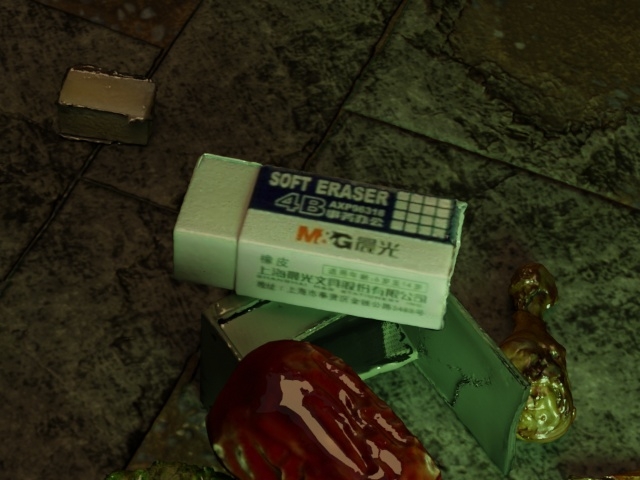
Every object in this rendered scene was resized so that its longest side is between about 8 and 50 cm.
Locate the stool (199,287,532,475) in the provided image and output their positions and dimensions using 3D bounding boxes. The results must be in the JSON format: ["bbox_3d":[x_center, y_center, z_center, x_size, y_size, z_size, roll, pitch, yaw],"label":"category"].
[{"bbox_3d":[0.039,0.158,1.904,0.243,0.170,0.270,-26,57,-23],"label":"stool"}]

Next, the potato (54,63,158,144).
[{"bbox_3d":[-0.261,-0.163,2.220,0.122,0.061,0.086,9,49,1],"label":"potato"}]

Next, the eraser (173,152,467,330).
[{"bbox_3d":[0.000,0.000,1.865,0.287,0.086,0.130,11,49,5],"label":"eraser"}]

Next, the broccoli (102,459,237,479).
[{"bbox_3d":[-0.140,0.359,1.658,0.321,0.283,0.304,37,88,34],"label":"broccoli"}]

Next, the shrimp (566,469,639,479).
[{"bbox_3d":[0.351,0.272,1.920,0.184,0.043,0.091,5,42,-9],"label":"shrimp"}]

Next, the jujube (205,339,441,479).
[{"bbox_3d":[0.003,0.194,1.677,0.230,0.155,0.155,39,57,22],"label":"jujube"}]

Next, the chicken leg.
[{"bbox_3d":[0.235,0.121,2.007,0.087,0.107,0.251,-13,38,17],"label":"chicken leg"}]
